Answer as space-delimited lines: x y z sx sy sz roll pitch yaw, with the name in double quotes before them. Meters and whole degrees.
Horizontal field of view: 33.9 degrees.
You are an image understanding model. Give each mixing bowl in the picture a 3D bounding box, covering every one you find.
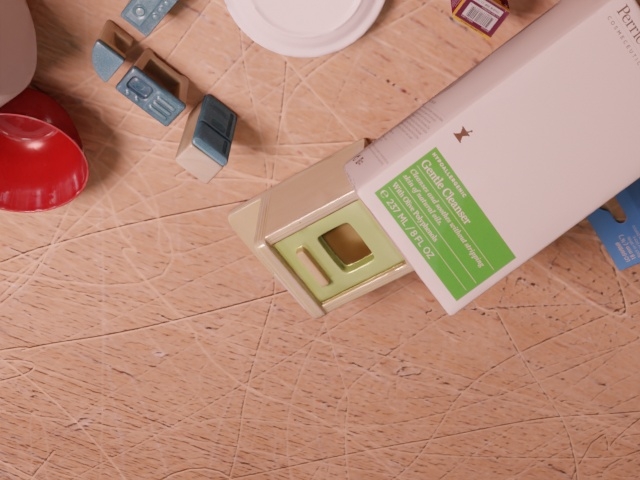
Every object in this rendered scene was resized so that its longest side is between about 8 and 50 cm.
"mixing bowl" -0.385 -0.130 1.345 0.181 0.098 0.181 -3 141 -2

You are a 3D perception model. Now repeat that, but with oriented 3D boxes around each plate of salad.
"plate of salad" -0.018 -0.313 1.232 0.199 0.048 0.200 -1 118 -3

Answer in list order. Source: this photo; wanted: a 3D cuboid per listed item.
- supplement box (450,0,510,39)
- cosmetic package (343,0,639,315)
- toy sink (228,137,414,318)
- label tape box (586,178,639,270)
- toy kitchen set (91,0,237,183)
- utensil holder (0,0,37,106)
"supplement box" 0.184 -0.279 1.221 0.055 0.083 0.043 27 123 -16
"cosmetic package" 0.231 -0.111 1.221 0.365 0.155 0.197 -38 106 6
"toy sink" 0.000 0.000 1.409 0.234 0.131 0.153 -26 120 21
"label tape box" 0.497 -0.076 1.339 0.333 0.106 0.241 -27 120 21
"toy kitchen set" -0.161 -0.207 1.271 0.207 0.122 0.166 36 121 -21
"utensil holder" -0.564 -0.207 1.180 0.385 0.328 0.328 -27 120 18
